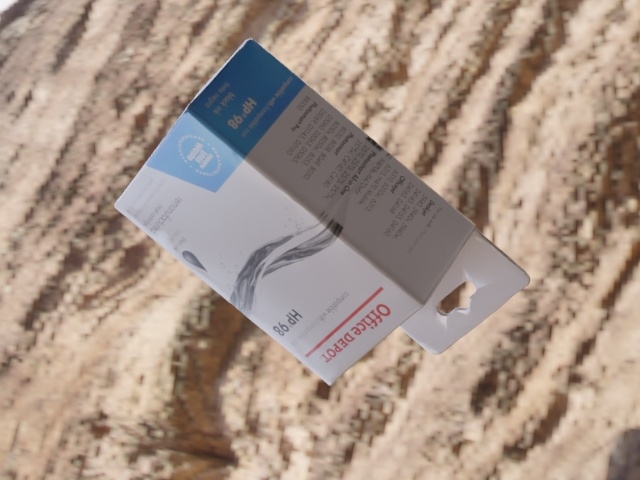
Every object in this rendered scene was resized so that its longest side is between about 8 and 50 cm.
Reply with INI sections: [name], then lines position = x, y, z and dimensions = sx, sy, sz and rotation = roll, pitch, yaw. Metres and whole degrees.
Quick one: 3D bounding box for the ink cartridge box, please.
[ink cartridge box]
position = 0.000, 0.000, 0.867
dimensions = 0.180, 0.104, 0.060
rotation = 40, -127, -3
